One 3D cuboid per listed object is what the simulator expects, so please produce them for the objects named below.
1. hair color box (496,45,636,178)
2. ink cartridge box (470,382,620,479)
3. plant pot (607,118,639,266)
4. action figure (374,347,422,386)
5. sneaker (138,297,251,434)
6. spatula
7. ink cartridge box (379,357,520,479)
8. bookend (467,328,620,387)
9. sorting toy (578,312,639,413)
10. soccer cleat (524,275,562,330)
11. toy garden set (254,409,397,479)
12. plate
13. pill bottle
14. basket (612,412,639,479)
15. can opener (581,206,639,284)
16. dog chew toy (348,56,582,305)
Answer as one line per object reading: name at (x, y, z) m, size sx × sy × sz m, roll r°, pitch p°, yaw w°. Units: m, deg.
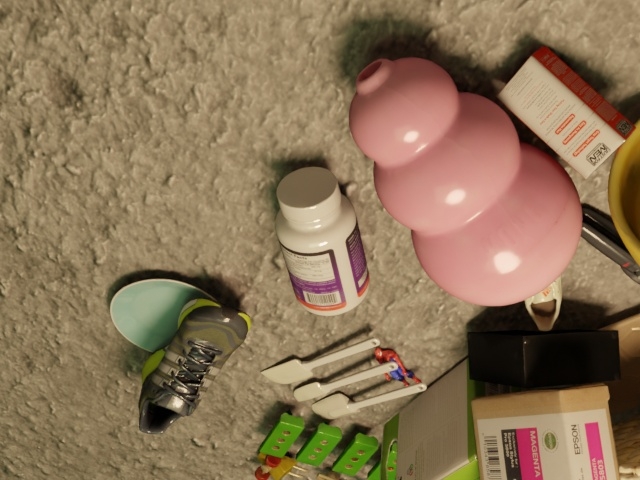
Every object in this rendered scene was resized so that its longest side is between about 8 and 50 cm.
hair color box at (0.278, -0.146, 1.139) m, size 0.141 × 0.043 × 0.072 m, roll 45°, pitch 133°, yaw 6°
ink cartridge box at (0.305, 0.318, 1.347) m, size 0.088 × 0.234 × 0.193 m, roll 0°, pitch 167°, yaw -30°
plant pot at (0.488, -0.021, 1.156) m, size 0.254 × 0.254 × 0.239 m, roll -18°, pitch 146°, yaw 24°
action figure at (0.119, 0.204, 1.581) m, size 0.038 × 0.030 × 0.115 m, roll -19°, pitch 128°, yaw 32°
sneaker at (-0.194, 0.197, 1.514) m, size 0.111 × 0.121 × 0.300 m, roll 22°, pitch 134°, yaw -15°
spatula at (0.043, 0.225, 1.606) m, size 0.242 × 0.019 × 0.168 m, roll -25°, pitch 122°, yaw 38°
ink cartridge box at (0.200, 0.326, 1.579) m, size 0.097 × 0.188 × 0.255 m, roll 26°, pitch 134°, yaw -19°
bookend at (0.317, 0.165, 1.441) m, size 0.156 × 0.072 × 0.157 m, roll -1°, pitch 178°, yaw -22°
sorting toy at (0.470, 0.179, 1.500) m, size 0.208 × 0.038 × 0.193 m, roll -25°, pitch 127°, yaw 35°
soccer cleat at (0.295, 0.040, 1.349) m, size 0.068 × 0.076 × 0.196 m, roll -8°, pitch 133°, yaw 16°
toy garden set at (0.012, 0.378, 1.763) m, size 0.244 × 0.049 × 0.204 m, roll 18°, pitch 136°, yaw -13°
plate at (-0.229, 0.116, 1.542) m, size 0.188 × 0.024 × 0.188 m, roll 4°, pitch 135°, yaw 4°
pill bottle at (0.000, 0.000, 1.329) m, size 0.108 × 0.108 × 0.193 m, roll -3°, pitch 135°, yaw 11°
basket at (0.528, 0.395, 1.401) m, size 0.331 × 0.266 × 0.328 m, roll -12°, pitch 178°, yaw -32°
can opener at (0.405, 0.018, 1.322) m, size 0.186 × 0.059 × 0.073 m, roll 30°, pitch 132°, yaw -22°
dog chew toy at (0.159, -0.077, 1.171) m, size 0.207 × 0.206 × 0.332 m, roll -27°, pitch 118°, yaw 31°
